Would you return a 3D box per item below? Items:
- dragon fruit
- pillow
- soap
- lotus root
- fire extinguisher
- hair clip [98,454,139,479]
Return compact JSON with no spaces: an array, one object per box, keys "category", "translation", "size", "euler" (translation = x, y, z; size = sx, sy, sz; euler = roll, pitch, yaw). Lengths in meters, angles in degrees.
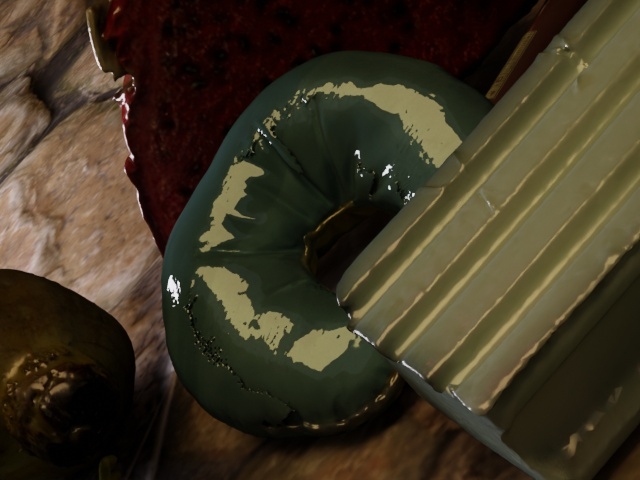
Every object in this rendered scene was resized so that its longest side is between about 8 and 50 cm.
[{"category":"dragon fruit","translation":[-0.032,-0.143,0.905],"size":[0.317,0.205,0.152],"euler":[-42,21,14]},{"category":"pillow","translation":[0.000,0.000,0.776],"size":[0.214,0.086,0.233],"euler":[27,84,47]},{"category":"soap","translation":[0.139,-0.020,0.638],"size":[0.261,0.094,0.150],"euler":[-47,33,-7]},{"category":"lotus root","translation":[-0.214,0.096,0.886],"size":[0.309,0.173,0.173],"euler":[-16,39,51]},{"category":"fire extinguisher","translation":[0.114,-0.087,0.825],"size":[0.049,0.035,0.173],"euler":[-3,45,48]},{"category":"hair clip","translation":[-0.176,0.197,0.817],"size":[0.173,0.046,0.072],"euler":[-40,24,6]}]
